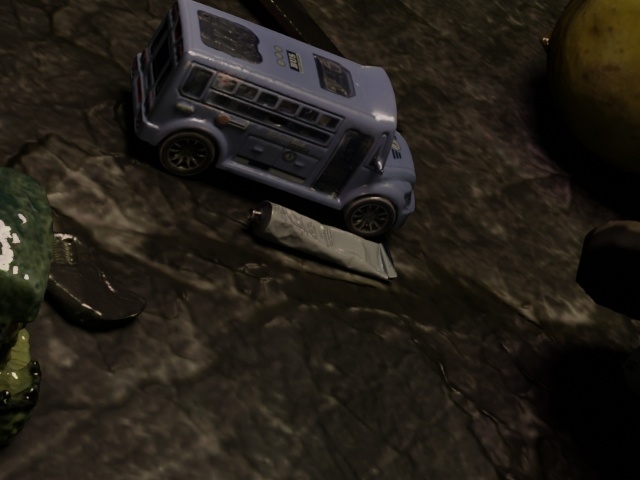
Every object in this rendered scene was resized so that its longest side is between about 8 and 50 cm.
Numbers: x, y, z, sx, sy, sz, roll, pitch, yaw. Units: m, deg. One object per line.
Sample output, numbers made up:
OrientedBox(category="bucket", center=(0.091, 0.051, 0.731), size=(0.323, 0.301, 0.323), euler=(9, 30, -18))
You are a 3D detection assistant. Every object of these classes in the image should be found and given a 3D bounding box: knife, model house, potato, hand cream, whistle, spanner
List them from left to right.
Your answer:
OrientedBox(category="spanner", center=(-0.171, -0.016, 0.729), size=(0.208, 0.012, 0.046), euler=(29, 33, -10))
OrientedBox(category="model house", center=(-0.130, 0.025, 0.646), size=(0.066, 0.083, 0.079), euler=(23, 33, -21))
OrientedBox(category="knife", center=(-0.024, -0.150, 1.040), size=(0.230, 0.028, 0.060), euler=(48, 22, 18))
OrientedBox(category="hand cream", center=(0.000, 0.000, 0.868), size=(0.093, 0.019, 0.030), euler=(22, 31, -32))
OrientedBox(category="potato", center=(0.218, -0.126, 1.142), size=(0.272, 0.111, 0.160), euler=(-50, 125, -59))
OrientedBox(category="whistle", center=(0.210, 0.081, 0.932), size=(0.100, 0.035, 0.035), euler=(18, 36, -29))

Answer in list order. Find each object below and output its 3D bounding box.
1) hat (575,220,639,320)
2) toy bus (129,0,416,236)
OrientedBox(category="hat", center=(0.344, 0.040, 0.861), size=(0.381, 0.257, 0.366), euler=(39, 1, -37))
OrientedBox(category="toy bus", center=(-0.015, -0.065, 0.879), size=(0.167, 0.076, 0.073), euler=(17, 36, -25))
